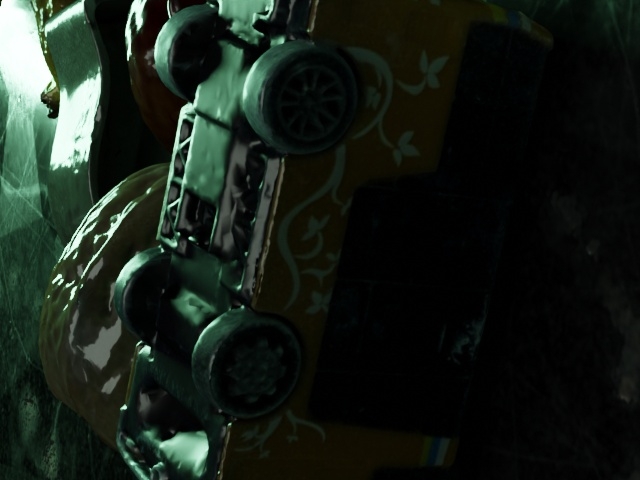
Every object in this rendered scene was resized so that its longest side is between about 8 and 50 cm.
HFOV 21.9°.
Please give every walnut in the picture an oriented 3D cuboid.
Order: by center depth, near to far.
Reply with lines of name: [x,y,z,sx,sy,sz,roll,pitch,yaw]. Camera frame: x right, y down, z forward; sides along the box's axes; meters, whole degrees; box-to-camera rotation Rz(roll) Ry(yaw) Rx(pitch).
walnut: [-0.118,0.045,1.221,0.178,0.178,0.230,44,115,53]

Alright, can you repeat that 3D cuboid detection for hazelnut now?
hazelnut: [-0.058,-0.113,1.104,0.202,0.160,0.170,-55,13,47]

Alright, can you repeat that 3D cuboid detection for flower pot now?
flower pot: [-0.162,-0.088,1.359,0.108,0.103,0.229,-6,85,61]

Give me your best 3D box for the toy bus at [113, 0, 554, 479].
toy bus: [0.000,0.000,0.974,0.162,0.194,0.324,30,112,57]

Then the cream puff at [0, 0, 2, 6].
cream puff: [-0.425,-0.323,1.736,0.303,0.212,0.303,-1,88,52]

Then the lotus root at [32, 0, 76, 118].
lotus root: [-0.213,-0.201,1.475,0.108,0.094,0.191,-101,12,-70]
